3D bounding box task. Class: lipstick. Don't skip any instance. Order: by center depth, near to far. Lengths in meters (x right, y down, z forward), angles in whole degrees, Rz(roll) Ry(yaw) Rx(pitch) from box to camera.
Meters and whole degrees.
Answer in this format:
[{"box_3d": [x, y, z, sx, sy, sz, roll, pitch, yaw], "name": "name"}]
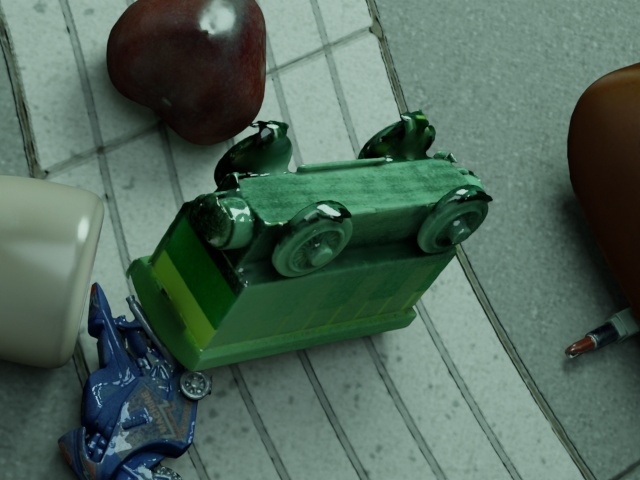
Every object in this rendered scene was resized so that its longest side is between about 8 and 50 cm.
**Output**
[{"box_3d": [0.274, 0.089, 1.487, 0.107, 0.025, 0.025, -22, 75, -29], "name": "lipstick"}]

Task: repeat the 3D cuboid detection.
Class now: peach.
[{"box_3d": [-0.115, -0.165, 1.388, 0.152, 0.152, 0.152, 9, 63, -18], "name": "peach"}]

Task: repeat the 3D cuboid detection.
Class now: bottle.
[{"box_3d": [-0.300, 0.009, 1.238, 0.236, 0.147, 0.148, 13, 62, -6], "name": "bottle"}]

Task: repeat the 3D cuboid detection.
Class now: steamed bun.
[{"box_3d": [0.415, -0.018, 1.448, 0.235, 0.248, 0.379, -14, 72, -37], "name": "steamed bun"}]

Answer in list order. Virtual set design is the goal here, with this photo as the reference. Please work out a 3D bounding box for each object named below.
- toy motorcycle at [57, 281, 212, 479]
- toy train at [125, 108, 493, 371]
[{"box_3d": [-0.153, 0.136, 1.272, 0.114, 0.076, 0.205, 10, 65, -13], "name": "toy motorcycle"}, {"box_3d": [0.000, 0.000, 1.285, 0.300, 0.202, 0.120, -8, 56, -43], "name": "toy train"}]
